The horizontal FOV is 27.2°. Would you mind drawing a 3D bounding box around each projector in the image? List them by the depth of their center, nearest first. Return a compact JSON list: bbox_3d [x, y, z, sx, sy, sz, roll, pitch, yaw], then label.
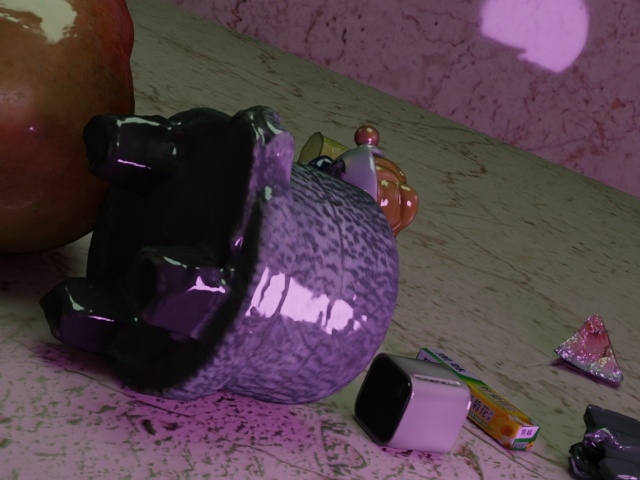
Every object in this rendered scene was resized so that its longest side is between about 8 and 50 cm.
[{"bbox_3d":[0.096,0.171,1.393,0.082,0.083,0.083,13,18,-33],"label":"projector"}]

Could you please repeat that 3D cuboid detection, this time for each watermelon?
[{"bbox_3d":[0.406,0.161,1.924,0.101,0.080,0.155,36,2,14],"label":"watermelon"}]

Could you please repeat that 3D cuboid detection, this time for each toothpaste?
[{"bbox_3d":[0.180,0.185,1.557,0.043,0.037,0.178,7,22,-43],"label":"toothpaste"}]

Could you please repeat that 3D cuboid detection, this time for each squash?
[{"bbox_3d":[0.069,-0.100,2.327,0.224,0.094,0.094,27,13,-16],"label":"squash"}]

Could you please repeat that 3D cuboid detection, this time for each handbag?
[{"bbox_3d":[0.417,0.292,1.456,0.260,0.079,0.247,19,15,-12],"label":"handbag"}]

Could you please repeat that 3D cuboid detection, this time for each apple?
[{"bbox_3d":[-0.353,-0.143,1.414,0.305,0.339,0.338,0,18,-5],"label":"apple"}]

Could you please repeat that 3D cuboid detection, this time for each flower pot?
[{"bbox_3d":[-0.093,0.006,1.280,0.282,0.299,0.299,16,16,-39],"label":"flower pot"}]

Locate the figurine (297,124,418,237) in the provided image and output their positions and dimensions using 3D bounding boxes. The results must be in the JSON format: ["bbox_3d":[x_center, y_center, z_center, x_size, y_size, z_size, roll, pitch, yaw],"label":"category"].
[{"bbox_3d":[0.034,-0.082,1.981,0.133,0.194,0.274,-1,27,-31],"label":"figurine"}]
